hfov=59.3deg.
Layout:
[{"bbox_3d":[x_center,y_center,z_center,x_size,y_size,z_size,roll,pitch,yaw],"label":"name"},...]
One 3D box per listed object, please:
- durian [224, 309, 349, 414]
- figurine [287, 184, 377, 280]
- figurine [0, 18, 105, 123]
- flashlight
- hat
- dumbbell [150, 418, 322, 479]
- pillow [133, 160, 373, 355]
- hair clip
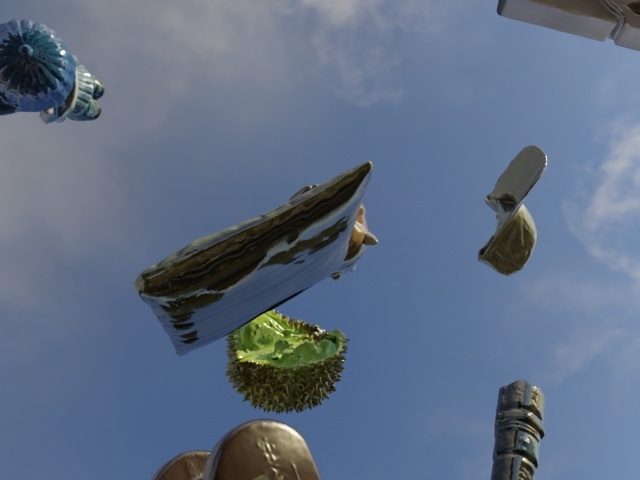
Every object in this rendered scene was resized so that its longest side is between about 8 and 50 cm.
[{"bbox_3d":[-0.065,0.236,1.091,0.237,0.200,0.176,6,-44,10],"label":"durian"},{"bbox_3d":[0.000,-0.001,1.102,0.177,0.247,0.173,-3,-108,-49],"label":"figurine"},{"bbox_3d":[-0.252,-0.145,0.523,0.087,0.149,0.086,14,-90,8],"label":"figurine"},{"bbox_3d":[0.369,0.439,1.068,0.424,0.103,0.103,-54,-48,-53],"label":"flashlight"},{"bbox_3d":[0.417,-0.051,1.150,0.149,0.245,0.214,31,-132,-9],"label":"hat"},{"bbox_3d":[-0.106,0.296,0.647,0.124,0.225,0.140,-12,-110,-43],"label":"dumbbell"},{"bbox_3d":[-0.054,0.027,0.520,0.208,0.052,0.212,-30,-20,-17],"label":"pillow"},{"bbox_3d":[0.503,-0.436,1.045,0.331,0.085,0.101,21,-106,10],"label":"hair clip"}]
